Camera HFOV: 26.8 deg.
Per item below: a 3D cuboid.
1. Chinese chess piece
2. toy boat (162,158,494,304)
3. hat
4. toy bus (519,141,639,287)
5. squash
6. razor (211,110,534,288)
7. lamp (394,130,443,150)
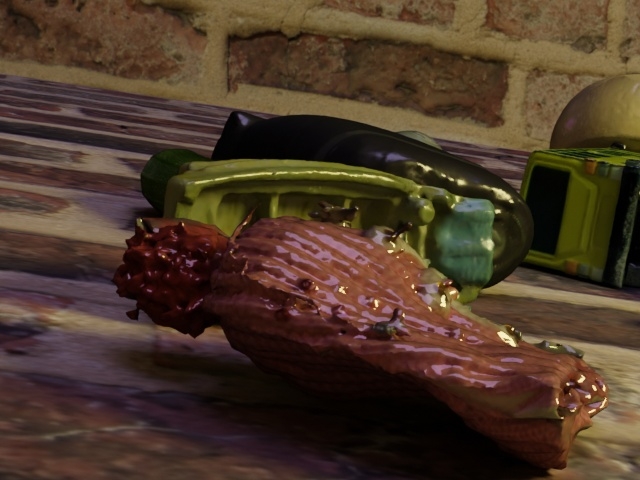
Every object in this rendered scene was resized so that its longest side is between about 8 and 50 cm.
[{"bbox_3d":[0.399,-0.091,1.618,0.251,0.097,0.251,18,-28,10],"label":"Chinese chess piece"},{"bbox_3d":[-0.003,-0.001,0.947,0.276,0.111,0.084,1,6,-36],"label":"toy boat"},{"bbox_3d":[0.021,0.037,0.741,0.286,0.107,0.236,16,0,14],"label":"hat"},{"bbox_3d":[0.311,-0.033,1.422,0.150,0.128,0.262,14,10,28],"label":"toy bus"},{"bbox_3d":[-0.116,-0.045,1.262,0.077,0.068,0.219,-3,13,-24],"label":"squash"},{"bbox_3d":[0.038,-0.051,1.252,0.204,0.113,0.349,18,3,-28],"label":"razor"},{"bbox_3d":[0.101,-0.079,1.586,0.105,0.105,0.105,9,9,-1],"label":"lamp"}]
